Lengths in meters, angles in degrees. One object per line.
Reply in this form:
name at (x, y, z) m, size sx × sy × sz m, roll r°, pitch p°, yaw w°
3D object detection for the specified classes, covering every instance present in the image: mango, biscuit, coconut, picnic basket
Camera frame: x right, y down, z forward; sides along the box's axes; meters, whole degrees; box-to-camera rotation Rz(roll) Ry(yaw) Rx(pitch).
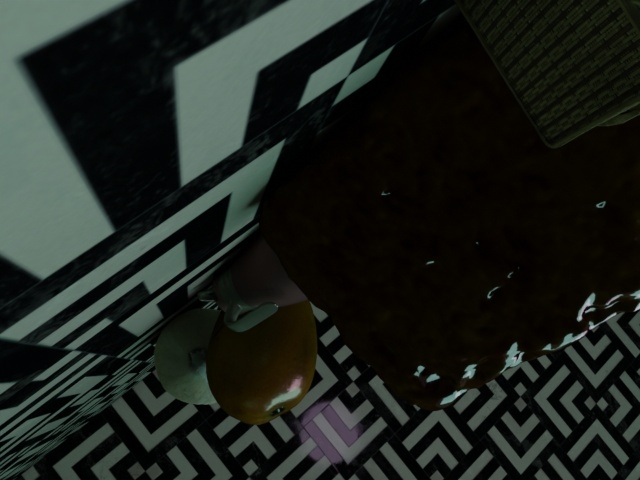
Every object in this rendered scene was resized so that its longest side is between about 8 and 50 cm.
mango at (-0.112, 0.193, 1.057) m, size 0.211 × 0.317 × 0.173 m, roll -3°, pitch 150°, yaw 3°
biscuit at (0.153, -0.022, 0.596) m, size 0.395 × 0.343 × 0.166 m, roll -42°, pitch 174°, yaw 26°
coconut at (-0.251, 0.245, 1.170) m, size 0.202 × 0.202 × 0.222 m, roll -38°, pitch 180°, yaw -7°
picnic basket at (0.160, -0.150, 0.329) m, size 0.079 × 0.164 × 0.115 m, roll -29°, pitch 176°, yaw -15°

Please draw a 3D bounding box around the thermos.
thermos at (-0.078, 0.058, 0.909) m, size 0.265 × 0.146 × 0.176 m, roll -29°, pitch -150°, yaw 35°
